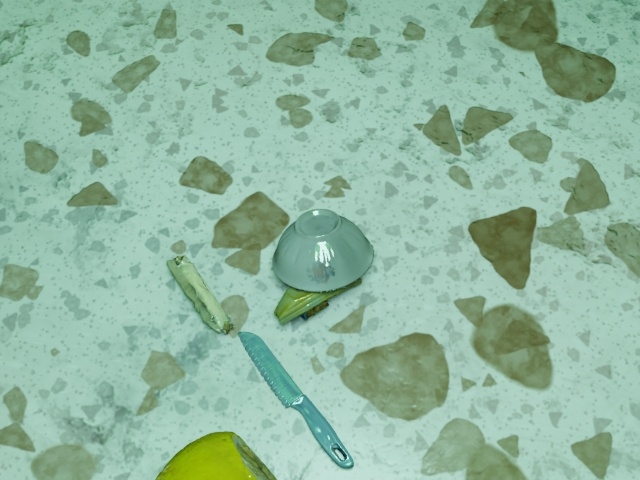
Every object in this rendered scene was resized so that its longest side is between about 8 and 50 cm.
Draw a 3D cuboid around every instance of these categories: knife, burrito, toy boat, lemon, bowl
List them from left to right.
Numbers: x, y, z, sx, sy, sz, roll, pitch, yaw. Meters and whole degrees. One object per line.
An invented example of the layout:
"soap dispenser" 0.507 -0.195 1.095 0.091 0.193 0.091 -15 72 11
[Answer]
"burrito" -0.221 0.098 1.474 0.045 0.041 0.185 -5 52 -50
"lemon" -0.157 0.422 1.200 0.219 0.240 0.240 -41 69 -5
"knife" -0.047 0.270 1.399 0.044 0.019 0.313 -35 66 -13
"toy boat" -0.006 0.097 1.460 0.172 0.066 0.065 -29 36 -17
"bowl" 0.000 0.000 1.456 0.189 0.086 0.189 -5 39 4
